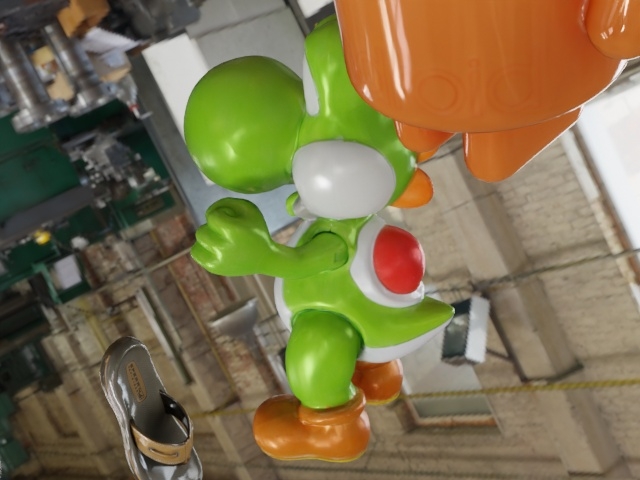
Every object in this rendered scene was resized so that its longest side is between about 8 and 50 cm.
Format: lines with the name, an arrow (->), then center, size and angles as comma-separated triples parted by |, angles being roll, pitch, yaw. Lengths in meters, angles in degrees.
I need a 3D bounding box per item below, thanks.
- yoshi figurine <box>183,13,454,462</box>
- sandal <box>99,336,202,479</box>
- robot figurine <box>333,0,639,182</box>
yoshi figurine -> -0.023, -0.006, 0.704 | 0.202, 0.363, 0.203 | -12, -154, -23
sandal -> -0.177, 0.205, 0.931 | 0.060, 0.220, 0.090 | -3, -157, 29
robot figurine -> 0.063, -0.131, 0.324 | 0.128, 0.220, 0.158 | -11, -141, 4
